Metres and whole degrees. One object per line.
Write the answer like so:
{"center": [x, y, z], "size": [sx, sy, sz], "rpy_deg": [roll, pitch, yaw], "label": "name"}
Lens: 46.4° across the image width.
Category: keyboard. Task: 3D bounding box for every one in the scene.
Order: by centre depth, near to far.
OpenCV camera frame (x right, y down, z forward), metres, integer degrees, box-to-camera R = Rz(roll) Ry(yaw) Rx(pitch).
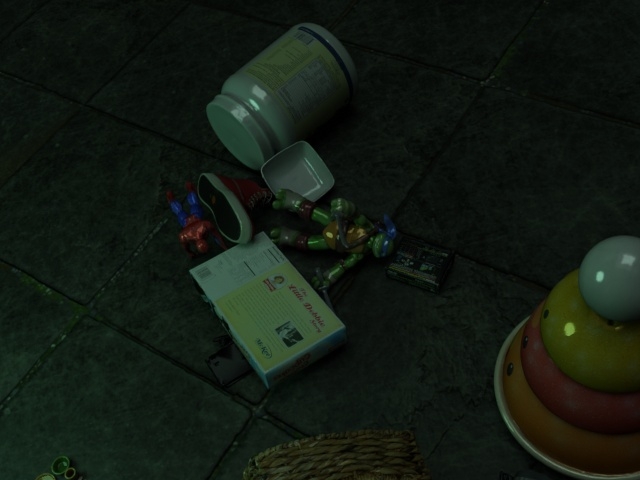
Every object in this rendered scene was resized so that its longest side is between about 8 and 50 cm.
{"center": [-0.144, 0.216, 1.544], "size": [0.192, 0.038, 0.100], "rpy_deg": [-31, 77, -12], "label": "keyboard"}

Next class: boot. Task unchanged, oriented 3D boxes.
{"center": [-0.154, -0.076, 1.682], "size": [0.176, 0.088, 0.244], "rpy_deg": [1, 33, -31], "label": "boot"}

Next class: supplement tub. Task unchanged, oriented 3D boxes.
{"center": [-0.091, -0.347, 1.813], "size": [0.235, 0.235, 0.325], "rpy_deg": [35, 68, 31], "label": "supplement tub"}

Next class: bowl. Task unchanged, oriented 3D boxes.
{"center": [-0.056, -0.143, 1.744], "size": [0.142, 0.053, 0.142], "rpy_deg": [-35, 85, -15], "label": "bowl"}

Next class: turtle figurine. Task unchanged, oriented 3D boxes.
{"center": [0.000, 0.000, 1.562], "size": [0.266, 0.198, 0.275], "rpy_deg": [19, 57, 29], "label": "turtle figurine"}

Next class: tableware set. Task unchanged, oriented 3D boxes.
{"center": [-0.523, 0.490, 1.422], "size": [0.104, 0.024, 0.154], "rpy_deg": [31, 66, 30], "label": "tableware set"}

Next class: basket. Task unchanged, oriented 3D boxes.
{"center": [0.040, 0.438, 1.163], "size": [0.299, 0.213, 0.223], "rpy_deg": [-1, 49, -20], "label": "basket"}

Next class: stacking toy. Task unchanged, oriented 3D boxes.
{"center": [0.454, 0.142, 1.173], "size": [0.350, 0.480, 0.351], "rpy_deg": [-6, 53, 8], "label": "stacking toy"}

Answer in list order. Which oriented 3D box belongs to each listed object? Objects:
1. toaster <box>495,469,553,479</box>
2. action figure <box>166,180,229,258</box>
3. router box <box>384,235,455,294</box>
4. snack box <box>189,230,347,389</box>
{"center": [0.373, 0.462, 1.177], "size": [0.227, 0.129, 0.146], "rpy_deg": [13, 60, 20], "label": "toaster"}
{"center": [-0.279, -0.019, 1.716], "size": [0.091, 0.139, 0.280], "rpy_deg": [-27, 31, -4], "label": "action figure"}
{"center": [0.210, 0.051, 1.574], "size": [0.122, 0.038, 0.092], "rpy_deg": [18, 59, 24], "label": "router box"}
{"center": [-0.111, 0.132, 1.525], "size": [0.187, 0.060, 0.322], "rpy_deg": [-28, 51, -18], "label": "snack box"}
